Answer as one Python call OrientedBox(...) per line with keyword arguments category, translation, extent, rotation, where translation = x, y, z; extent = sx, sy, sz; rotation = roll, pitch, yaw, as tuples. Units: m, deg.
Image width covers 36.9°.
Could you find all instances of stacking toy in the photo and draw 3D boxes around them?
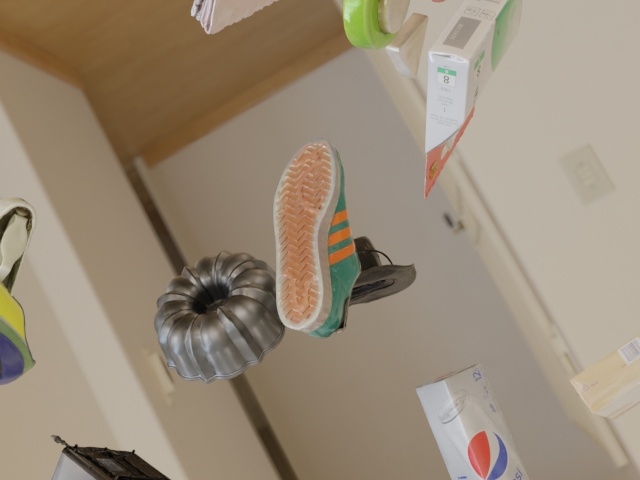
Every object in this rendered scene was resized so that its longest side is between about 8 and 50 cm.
OrientedBox(category="stacking toy", translation=(0.161, -0.340, 1.170), extent=(0.309, 0.130, 0.280), rotation=(16, 93, -65))

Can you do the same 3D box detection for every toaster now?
OrientedBox(category="toaster", translation=(-0.327, 0.398, 1.505), extent=(0.168, 0.185, 0.110), rotation=(25, 89, -54))

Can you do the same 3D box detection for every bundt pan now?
OrientedBox(category="bundt pan", translation=(-0.234, 0.151, 2.147), extent=(0.330, 0.331, 0.124), rotation=(-28, 130, 1))

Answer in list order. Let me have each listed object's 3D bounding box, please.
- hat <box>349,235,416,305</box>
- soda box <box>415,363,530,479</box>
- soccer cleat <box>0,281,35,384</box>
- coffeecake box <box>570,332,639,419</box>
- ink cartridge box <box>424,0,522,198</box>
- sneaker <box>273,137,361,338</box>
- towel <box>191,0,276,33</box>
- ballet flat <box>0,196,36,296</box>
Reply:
OrientedBox(category="hat", translation=(0.045, 0.066, 2.040), extent=(0.331, 0.134, 0.331), rotation=(-19, 166, -5))
OrientedBox(category="soda box", translation=(0.272, 0.364, 1.644), extent=(0.091, 0.286, 0.098), rotation=(-18, 173, -31))
OrientedBox(category="soccer cleat", translation=(-0.522, 0.083, 1.470), extent=(0.093, 0.289, 0.121), rotation=(-24, 173, 30))
OrientedBox(category="coffeecake box", translation=(0.513, 0.230, 1.600), extent=(0.142, 0.068, 0.185), rotation=(-38, 153, 14))
OrientedBox(category="ink cartridge box", translation=(0.178, -0.177, 1.122), extent=(0.181, 0.056, 0.225), rotation=(-57, 154, -36))
OrientedBox(category="sneaker", translation=(0.000, 0.000, 1.458), extent=(0.108, 0.302, 0.121), rotation=(-5, 161, 29))
OrientedBox(category="towel", translation=(-0.043, -0.470, 1.295), extent=(0.332, 0.053, 0.317), rotation=(-40, 157, -42))
OrientedBox(category="ballet flat", translation=(-0.690, 0.089, 1.997), extent=(0.139, 0.401, 0.139), rotation=(13, 163, 4))
